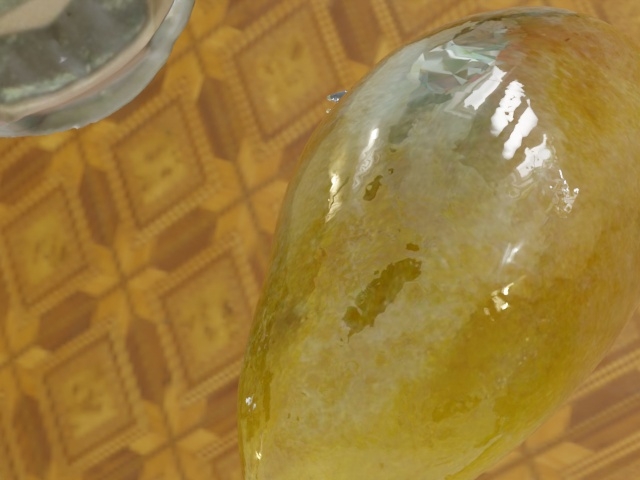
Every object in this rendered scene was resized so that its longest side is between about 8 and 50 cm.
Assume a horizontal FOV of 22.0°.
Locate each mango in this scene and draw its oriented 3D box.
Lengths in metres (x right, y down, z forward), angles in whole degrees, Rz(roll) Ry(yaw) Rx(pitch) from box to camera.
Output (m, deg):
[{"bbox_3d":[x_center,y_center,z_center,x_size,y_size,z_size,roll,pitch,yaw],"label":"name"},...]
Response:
[{"bbox_3d":[0.076,0.004,0.952,0.221,0.199,0.384,19,56,31],"label":"mango"}]

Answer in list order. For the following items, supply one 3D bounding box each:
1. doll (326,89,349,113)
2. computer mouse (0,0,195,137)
[{"bbox_3d":[0.068,-0.143,1.732,0.027,0.125,0.037,-102,13,-58],"label":"doll"},{"bbox_3d":[-0.177,-0.202,0.609,0.199,0.389,0.115,-31,32,-3],"label":"computer mouse"}]
